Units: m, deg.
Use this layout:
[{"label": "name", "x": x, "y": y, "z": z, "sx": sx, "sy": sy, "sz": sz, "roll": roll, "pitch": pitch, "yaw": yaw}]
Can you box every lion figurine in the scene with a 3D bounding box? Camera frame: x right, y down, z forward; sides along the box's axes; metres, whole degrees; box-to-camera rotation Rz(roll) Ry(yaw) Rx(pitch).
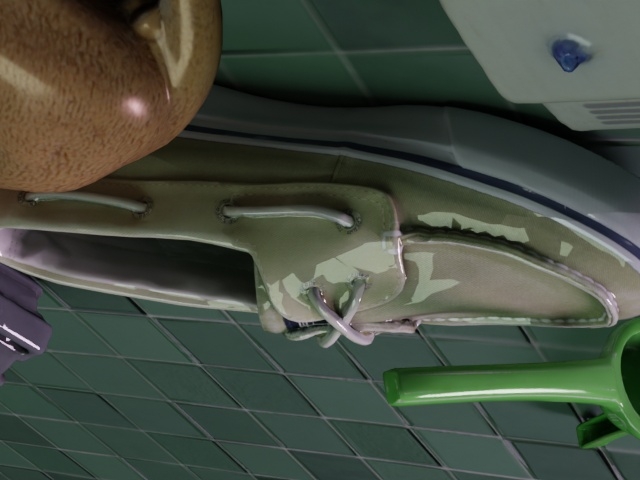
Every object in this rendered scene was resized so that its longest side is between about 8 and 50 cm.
[{"label": "lion figurine", "x": -0.152, "y": -0.068, "z": 0.535, "sx": 0.392, "sy": 0.142, "sz": 0.240, "roll": 3, "pitch": 133, "yaw": 45}]

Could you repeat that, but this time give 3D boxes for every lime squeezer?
[{"label": "lime squeezer", "x": 0.134, "y": 0.065, "z": 0.691, "sx": 0.110, "sy": 0.058, "sz": 0.310, "roll": 4, "pitch": 172, "yaw": 25}]

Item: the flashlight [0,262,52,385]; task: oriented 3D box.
[{"label": "flashlight", "x": -0.293, "y": -0.012, "z": 0.826, "sx": 0.103, "sy": 0.103, "sz": 0.304, "roll": -37, "pitch": 133, "yaw": 16}]

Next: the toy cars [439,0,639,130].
[{"label": "toy cars", "x": 0.099, "y": -0.117, "z": 0.358, "sx": 0.176, "sy": 0.087, "sz": 0.393, "roll": 21, "pitch": 154, "yaw": -2}]

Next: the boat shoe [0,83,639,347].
[{"label": "boat shoe", "x": 0.000, "y": 0.000, "z": 0.646, "sx": 0.302, "sy": 0.094, "sz": 0.109, "roll": 11, "pitch": 153, "yaw": 17}]
